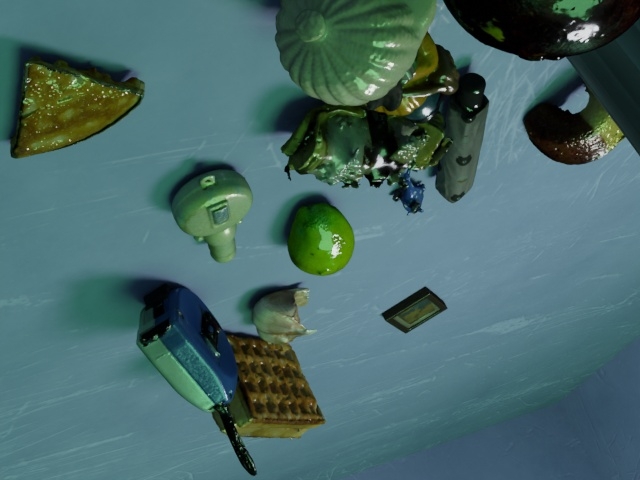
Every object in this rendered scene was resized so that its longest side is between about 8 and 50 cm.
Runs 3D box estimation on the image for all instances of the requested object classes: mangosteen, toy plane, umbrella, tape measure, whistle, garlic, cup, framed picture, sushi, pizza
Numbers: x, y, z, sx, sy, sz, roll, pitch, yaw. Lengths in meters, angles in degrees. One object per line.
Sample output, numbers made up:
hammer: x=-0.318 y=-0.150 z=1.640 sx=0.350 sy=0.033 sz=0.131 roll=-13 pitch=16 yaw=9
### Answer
mangosteen: x=0.268 y=-0.353 z=1.124 sx=0.288 sy=0.288 sz=0.288 roll=-23 pitch=155 yaw=-11
toy plane: x=0.167 y=-0.093 z=1.766 sx=0.062 sy=0.054 sz=0.167 roll=-52 pitch=158 yaw=-9
umbrella: x=0.244 y=-0.173 z=1.661 sx=0.073 sy=0.067 sz=0.337 roll=-53 pitch=163 yaw=-21
tape measure: x=-0.195 y=0.238 z=1.719 sx=0.097 sy=0.215 sz=0.351 roll=-29 pitch=116 yaw=7
whistle: x=-0.164 y=-0.033 z=1.517 sx=0.126 sy=0.067 sz=0.258 roll=-22 pitch=157 yaw=-11
garlic: x=-0.078 y=0.160 z=1.944 sx=0.124 sy=0.099 sz=0.174 roll=-7 pitch=152 yaw=-10
cup: x=0.593 y=-0.281 z=1.503 sx=0.322 sy=0.327 sz=0.236 roll=-40 pitch=153 yaw=21
framed picture: x=0.233 y=0.174 z=2.365 sx=0.128 sy=0.023 sz=0.168 roll=-33 pitch=155 yaw=10
sushi: x=0.078 y=-0.155 z=1.459 sx=0.290 sy=0.131 sz=0.139 roll=0 pitch=146 yaw=-32
pizza: x=-0.318 y=-0.165 z=1.142 sx=0.184 sy=0.036 sz=0.176 roll=-31 pitch=153 yaw=10

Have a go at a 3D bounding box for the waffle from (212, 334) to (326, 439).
waffle: x=-0.131 y=0.308 z=2.026 sx=0.091 sy=0.213 sz=0.308 roll=-35 pitch=155 yaw=18

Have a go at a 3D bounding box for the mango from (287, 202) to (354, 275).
mango: x=0.001 y=0.001 z=1.710 sx=0.119 sy=0.100 sz=0.178 roll=-22 pitch=147 yaw=-8

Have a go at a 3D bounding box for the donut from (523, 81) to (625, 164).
donut: x=0.478 y=-0.228 z=1.736 sx=0.217 sy=0.141 sz=0.085 roll=-42 pitch=145 yaw=18

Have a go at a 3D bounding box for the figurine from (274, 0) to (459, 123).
figurine: x=0.065 y=-0.229 z=1.240 sx=0.205 sy=0.185 sz=0.332 roll=-60 pitch=155 yaw=-15
